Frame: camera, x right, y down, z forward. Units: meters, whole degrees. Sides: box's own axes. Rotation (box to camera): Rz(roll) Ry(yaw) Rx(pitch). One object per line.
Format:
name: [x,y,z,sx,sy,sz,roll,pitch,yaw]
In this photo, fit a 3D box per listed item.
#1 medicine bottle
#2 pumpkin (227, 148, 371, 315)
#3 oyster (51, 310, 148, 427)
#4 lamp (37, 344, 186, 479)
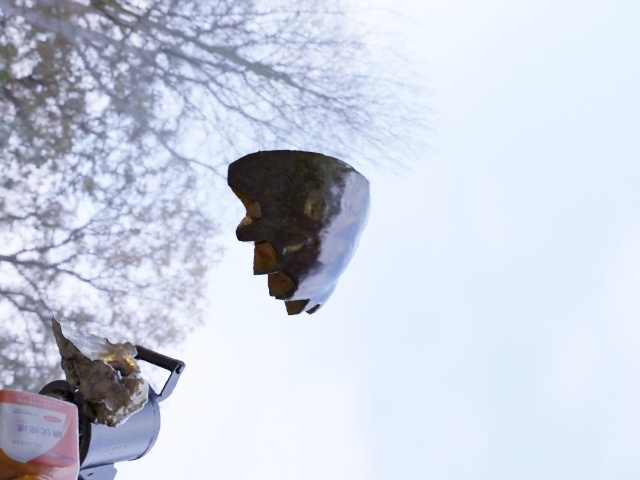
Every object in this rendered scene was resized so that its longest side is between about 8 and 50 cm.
medicine bottle: [-0.473,0.360,1.316,0.112,0.149,0.222,-54,-147,23]
pumpkin: [0.000,0.000,1.027,0.149,0.254,0.130,-16,-130,21]
oyster: [-0.335,0.199,1.237,0.233,0.161,0.107,32,-82,46]
lamp: [-0.501,0.392,1.817,0.205,0.272,0.374,14,-105,34]
